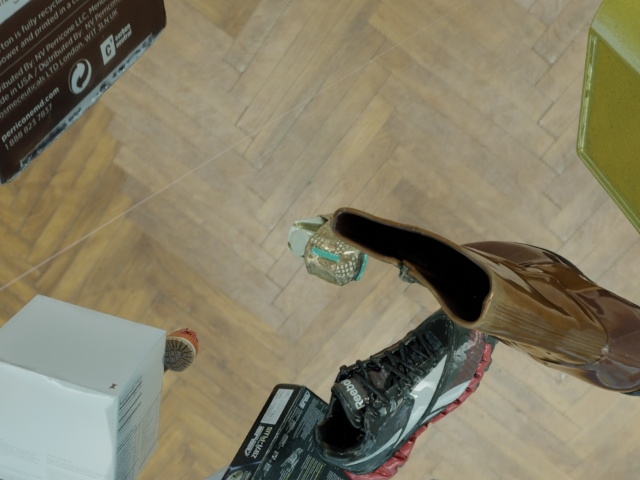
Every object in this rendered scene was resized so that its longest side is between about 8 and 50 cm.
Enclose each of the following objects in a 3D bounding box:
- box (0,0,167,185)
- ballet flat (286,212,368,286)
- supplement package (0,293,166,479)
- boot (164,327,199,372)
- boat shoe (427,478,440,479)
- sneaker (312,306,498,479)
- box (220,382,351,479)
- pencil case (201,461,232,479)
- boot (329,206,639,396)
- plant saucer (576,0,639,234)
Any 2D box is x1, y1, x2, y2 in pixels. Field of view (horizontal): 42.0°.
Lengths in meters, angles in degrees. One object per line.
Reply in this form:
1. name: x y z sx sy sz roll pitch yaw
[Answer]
1. box: -0.223 -0.168 0.462 0.203 0.168 0.167 21 144 19
2. ballet flat: 0.000 0.000 0.862 0.067 0.206 0.073 17 91 -8
3. supplement package: -0.323 0.211 1.090 0.194 0.149 0.203 15 119 8
4. boot: -0.215 0.158 1.273 0.059 0.084 0.158 56 146 -7
5. boat shoe: 0.054 0.291 0.821 0.083 0.183 0.065 -42 63 35
6. sneaker: 0.091 0.167 0.958 0.135 0.097 0.276 27 107 -42
7. box: -0.032 0.308 1.129 0.147 0.180 0.077 40 154 -22
8. pencil case: -0.086 0.364 1.274 0.124 0.273 0.113 55 140 3
9. boot: 0.112 0.037 0.647 0.280 0.264 0.096 18 104 -38
10. plant saucer: 0.463 -0.164 1.201 0.081 0.332 0.333 -12 131 -4
